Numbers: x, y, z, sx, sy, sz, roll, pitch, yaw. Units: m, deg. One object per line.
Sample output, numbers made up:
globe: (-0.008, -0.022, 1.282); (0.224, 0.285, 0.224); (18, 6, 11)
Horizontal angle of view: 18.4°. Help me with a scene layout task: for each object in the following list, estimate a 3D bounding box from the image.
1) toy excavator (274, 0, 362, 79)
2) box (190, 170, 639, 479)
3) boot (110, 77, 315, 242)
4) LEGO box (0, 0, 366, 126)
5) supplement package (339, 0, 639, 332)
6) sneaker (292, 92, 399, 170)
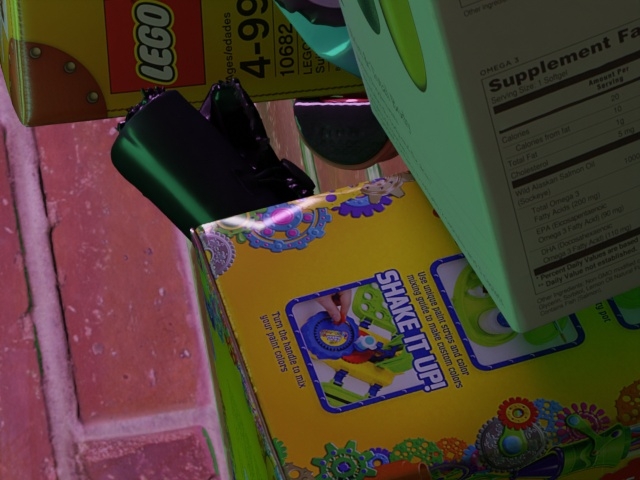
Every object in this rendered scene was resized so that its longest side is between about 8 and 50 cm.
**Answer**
toy excavator: (0.089, -0.165, 1.204); (0.433, 0.445, 0.222); (-52, 43, 17)
box: (0.104, 0.111, 0.988); (0.290, 0.279, 0.177); (84, 167, -48)
boot: (0.000, 0.000, 1.170); (0.207, 0.094, 0.246); (50, -163, 22)
LEGO box: (-0.054, -0.359, 1.358); (0.193, 0.373, 0.500); (-126, 31, -67)
supplement package: (0.108, -0.146, 0.816); (0.199, 0.198, 0.262); (-119, 8, -52)
sneaker: (0.040, -0.212, 1.636); (0.136, 0.116, 0.313); (7, -92, -70)
